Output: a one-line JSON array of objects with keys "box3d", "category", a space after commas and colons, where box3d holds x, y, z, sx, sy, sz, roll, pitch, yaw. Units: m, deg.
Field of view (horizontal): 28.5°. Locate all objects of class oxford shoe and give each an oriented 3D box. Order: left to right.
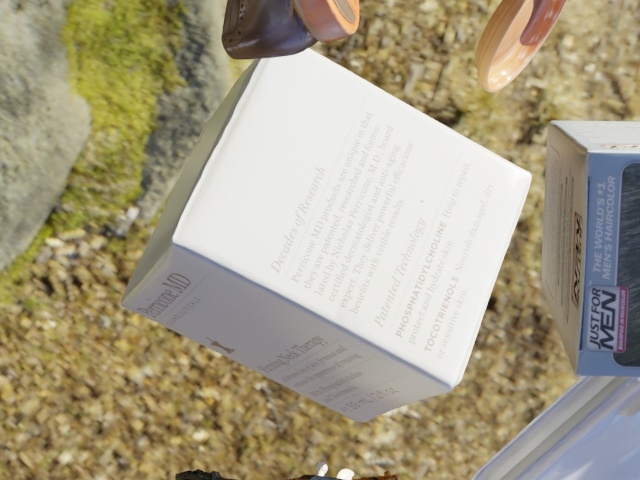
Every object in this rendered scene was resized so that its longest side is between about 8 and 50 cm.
[{"box3d": [-0.043, -0.312, 1.278, 0.133, 0.363, 0.130, -21, 126, 18], "category": "oxford shoe"}]

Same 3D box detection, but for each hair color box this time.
[{"box3d": [0.276, -0.008, 1.168, 0.374, 0.114, 0.185, -56, 147, -79], "category": "hair color box"}]

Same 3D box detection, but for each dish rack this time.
[{"box3d": [0.392, 0.283, 1.697, 0.286, 0.072, 0.333, 23, 119, -42], "category": "dish rack"}]

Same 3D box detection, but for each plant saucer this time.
[{"box3d": [0.270, -0.293, 1.703, 0.200, 0.037, 0.200, -47, 163, -20], "category": "plant saucer"}]

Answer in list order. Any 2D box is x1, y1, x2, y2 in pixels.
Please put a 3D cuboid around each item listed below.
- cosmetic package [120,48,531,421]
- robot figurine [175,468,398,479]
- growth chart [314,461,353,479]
[{"box3d": [0.000, 0.000, 1.685, 0.394, 0.329, 0.327, 28, 67, -11], "category": "cosmetic package"}, {"box3d": [-0.047, 0.302, 1.131, 0.085, 0.291, 0.211, -23, 96, -61], "category": "robot figurine"}, {"box3d": [0.068, 0.393, 1.568, 0.237, 0.021, 0.172, 39, 42, -18], "category": "growth chart"}]
